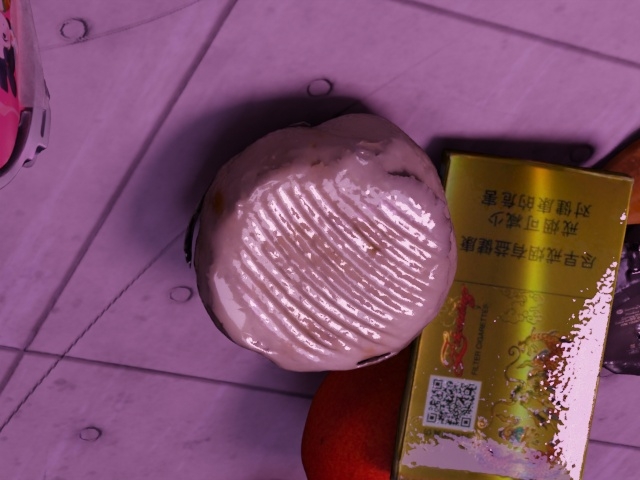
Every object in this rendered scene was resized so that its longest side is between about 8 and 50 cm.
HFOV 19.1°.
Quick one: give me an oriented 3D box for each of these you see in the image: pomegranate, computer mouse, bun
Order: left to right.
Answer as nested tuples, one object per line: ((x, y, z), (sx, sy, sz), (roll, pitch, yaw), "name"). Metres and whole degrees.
((0.000, 0.000, 1.636), (0.239, 0.141, 0.239), (-1, 118, -1), "bun")
((0.108, 0.196, 1.842), (0.256, 0.221, 0.221), (-16, 140, 8), "pomegranate")
((0.309, 0.059, 1.867), (0.105, 0.062, 0.192), (-12, 134, -2), "computer mouse")

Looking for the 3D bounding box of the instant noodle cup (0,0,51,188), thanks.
((-0.330, -0.143, 1.315), (0.181, 0.258, 0.302), (-9, 136, 15), "instant noodle cup")

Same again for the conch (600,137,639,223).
((0.329, -0.046, 1.725), (0.330, 0.093, 0.109), (-22, 141, 9), "conch")

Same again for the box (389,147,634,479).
((0.170, 0.082, 1.705), (0.172, 0.043, 0.311), (7, 99, -6), "box")
